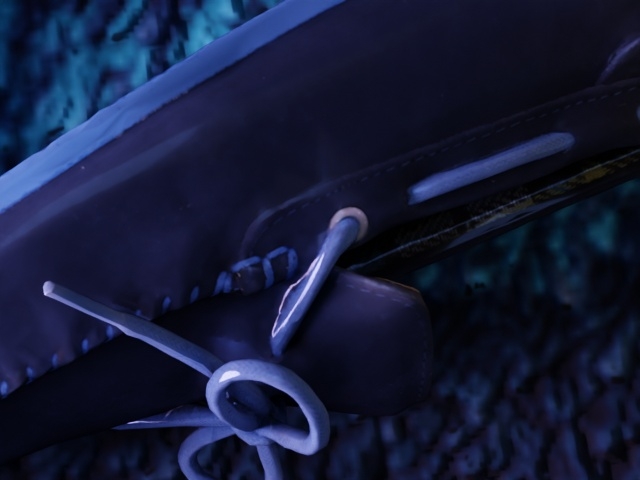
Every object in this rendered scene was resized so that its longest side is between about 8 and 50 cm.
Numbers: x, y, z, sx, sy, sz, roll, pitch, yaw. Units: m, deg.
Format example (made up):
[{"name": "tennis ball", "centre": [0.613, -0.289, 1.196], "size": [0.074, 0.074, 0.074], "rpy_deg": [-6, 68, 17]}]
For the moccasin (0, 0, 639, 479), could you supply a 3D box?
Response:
[{"name": "moccasin", "centre": [0.000, 0.000, 0.487], "size": [0.342, 0.138, 0.117], "rpy_deg": [-32, 87, -4]}]
